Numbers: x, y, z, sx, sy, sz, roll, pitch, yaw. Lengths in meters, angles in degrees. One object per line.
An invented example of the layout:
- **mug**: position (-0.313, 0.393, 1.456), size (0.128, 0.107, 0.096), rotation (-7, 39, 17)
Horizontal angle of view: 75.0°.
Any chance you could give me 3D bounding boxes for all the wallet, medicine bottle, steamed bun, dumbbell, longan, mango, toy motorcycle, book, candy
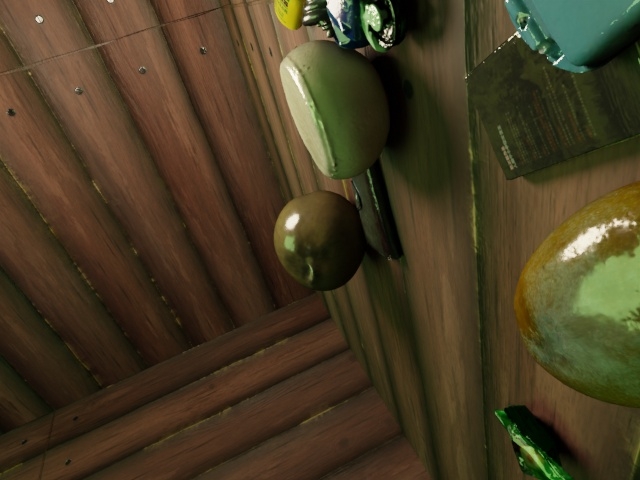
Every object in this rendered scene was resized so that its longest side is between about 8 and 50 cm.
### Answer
- **wallet**: position (0.133, -0.110, 1.131), size (0.172, 0.045, 0.318), rotation (-139, 29, -64)
- **medicine bottle**: position (-0.057, -0.605, 0.947), size (0.111, 0.076, 0.309), rotation (66, 169, 0)
- **steamed bun**: position (0.043, -0.272, 0.861), size (0.283, 0.177, 0.283), rotation (155, 90, -85)
- **dumbbell**: position (0.000, -0.521, 0.786), size (0.110, 0.110, 0.255), rotation (-134, 29, -63)
- **longan**: position (0.000, 0.000, 1.343), size (0.319, 0.318, 0.319), rotation (157, 90, -80)
- **mango**: position (0.297, 0.048, 0.373), size (0.193, 0.146, 0.316), rotation (55, 160, 20)
- **toy motorcycle**: position (0.041, -0.452, 0.676), size (0.332, 0.125, 0.196), rotation (64, 169, -4)
- **book**: position (0.252, -0.164, 0.464), size (0.228, 0.024, 0.160), rotation (155, 92, -80)
- **candy**: position (0.394, 0.381, 0.784), size (0.203, 0.078, 0.142), rotation (62, -169, -62)

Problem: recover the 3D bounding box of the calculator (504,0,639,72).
- **calculator**: position (0.226, -0.250, 0.276), size (0.293, 0.051, 0.173), rotation (125, 124, -71)
